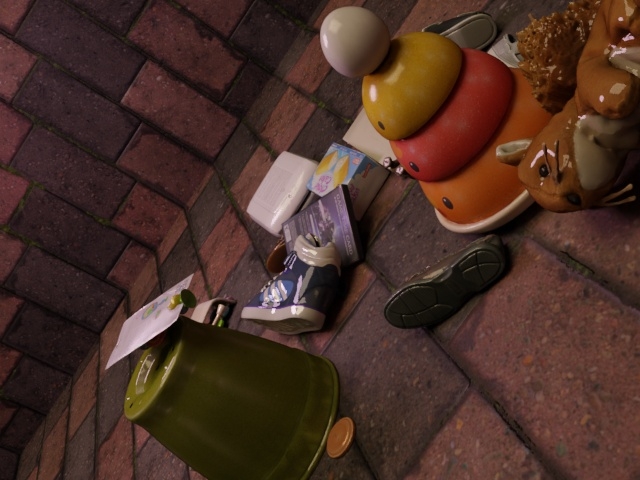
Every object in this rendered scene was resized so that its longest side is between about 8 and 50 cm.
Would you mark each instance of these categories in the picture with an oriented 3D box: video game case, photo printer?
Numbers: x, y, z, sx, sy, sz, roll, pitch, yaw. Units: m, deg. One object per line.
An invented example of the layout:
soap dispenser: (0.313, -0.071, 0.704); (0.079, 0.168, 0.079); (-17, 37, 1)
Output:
video game case: (0.000, 0.000, 1.949); (0.274, 0.026, 0.196); (-30, 66, 47)
photo printer: (-0.096, -0.139, 2.339); (0.256, 0.107, 0.307); (-59, 23, 0)

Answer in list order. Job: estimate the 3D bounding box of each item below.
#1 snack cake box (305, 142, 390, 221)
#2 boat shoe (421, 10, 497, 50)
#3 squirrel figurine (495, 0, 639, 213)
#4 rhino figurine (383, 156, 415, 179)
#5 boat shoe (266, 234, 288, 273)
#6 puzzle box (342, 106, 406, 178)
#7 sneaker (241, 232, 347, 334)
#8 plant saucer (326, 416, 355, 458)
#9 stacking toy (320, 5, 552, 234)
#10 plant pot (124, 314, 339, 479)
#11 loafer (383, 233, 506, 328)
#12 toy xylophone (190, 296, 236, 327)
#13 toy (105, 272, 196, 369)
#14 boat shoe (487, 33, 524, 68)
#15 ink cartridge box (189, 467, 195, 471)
snack cake box: (0.067, -0.161, 2.056); (0.152, 0.089, 0.264); (-57, 22, 2)
boat shoe: (0.283, -0.473, 1.897); (0.302, 0.114, 0.091); (-17, 23, 8)
squirrel figurine: (0.447, -0.228, 1.188); (0.370, 0.281, 0.397); (-59, 17, 30)
rhino figurine: (0.259, -0.213, 1.716); (0.243, 0.106, 0.073); (-37, 61, 39)
boat shoe: (-0.075, 0.005, 2.167); (0.207, 0.073, 0.073); (-45, 23, 13)
puzzle box: (0.207, -0.328, 2.027); (0.272, 0.052, 0.409); (-55, 23, 7)
sneaker: (-0.063, 0.101, 1.910); (0.322, 0.130, 0.236); (-12, 57, 56)
plant saucer: (0.038, 0.387, 1.513); (0.083, 0.013, 0.083); (-46, 25, 28)
stacking toy: (0.193, -0.262, 1.411); (0.350, 0.479, 0.351); (-45, 25, 28)
plant pot: (-0.209, 0.340, 1.641); (0.366, 0.353, 0.367); (-45, 27, 30)
loafer: (0.234, 0.078, 1.431); (0.267, 0.096, 0.084); (-35, 12, 31)
toy xylophone: (-0.355, 0.306, 2.339); (0.236, 0.081, 0.323); (-10, 52, 61)
toy: (-0.335, 0.177, 1.576); (0.237, 0.056, 0.137); (-37, 26, 31)
boat shoe: (0.418, -0.392, 1.636); (0.081, 0.079, 0.227); (-54, 19, 21)
ink cartridge box: (-0.291, 0.437, 1.979); (0.224, 0.045, 0.223); (-91, 13, -54)
